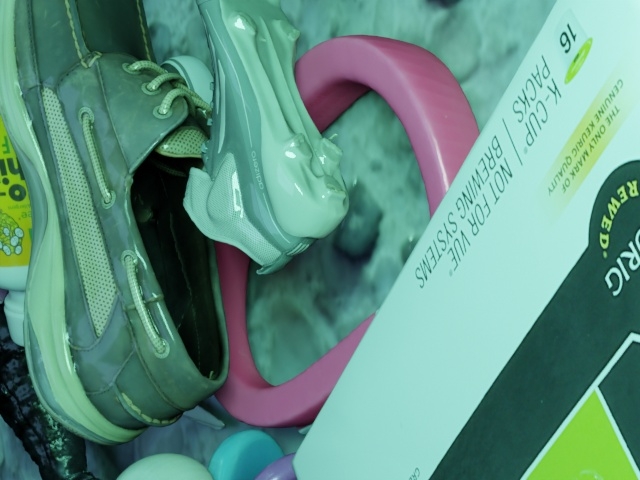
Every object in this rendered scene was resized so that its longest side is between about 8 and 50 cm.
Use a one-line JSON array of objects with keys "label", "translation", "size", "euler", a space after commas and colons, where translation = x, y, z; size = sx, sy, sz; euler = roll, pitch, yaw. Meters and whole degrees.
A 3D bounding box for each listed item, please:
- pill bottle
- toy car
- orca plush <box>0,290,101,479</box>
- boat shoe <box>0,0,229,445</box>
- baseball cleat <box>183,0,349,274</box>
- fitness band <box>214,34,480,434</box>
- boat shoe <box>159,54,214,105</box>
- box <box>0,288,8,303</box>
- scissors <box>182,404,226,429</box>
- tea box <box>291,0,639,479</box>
[{"label": "pill bottle", "translation": [-0.200, -0.035, 1.296], "size": [0.117, 0.117, 0.208], "euler": [18, 121, 57]}, {"label": "toy car", "translation": [-0.031, 0.189, 1.098], "size": [0.136, 0.159, 0.182], "euler": [-43, 47, 4]}, {"label": "orca plush", "translation": [-0.265, 0.098, 1.451], "size": [0.151, 0.102, 0.287], "euler": [-41, 55, 51]}, {"label": "boat shoe", "translation": [-0.116, -0.051, 1.163], "size": [0.130, 0.132, 0.355], "euler": [-14, 79, 28]}, {"label": "baseball cleat", "translation": [-0.052, -0.076, 1.075], "size": [0.109, 0.072, 0.206], "euler": [-39, 53, 29]}, {"label": "fitness band", "translation": [0.000, 0.000, 1.110], "size": [0.291, 0.054, 0.209], "euler": [-40, 56, 49]}, {"label": "boat shoe", "translation": [-0.113, -0.017, 1.267], "size": [0.080, 0.076, 0.228], "euler": [-1, 90, 58]}, {"label": "box", "translation": [-0.287, -0.097, 1.430], "size": [0.213, 0.117, 0.243], "euler": [15, 80, 57]}, {"label": "scissors", "translation": [-0.147, 0.095, 1.371], "size": [0.297, 0.021, 0.109], "euler": [-12, 78, 59]}, {"label": "tea box", "translation": [0.180, 0.113, 0.641], "size": [0.329, 0.220, 0.323], "euler": [-63, 40, 47]}]
